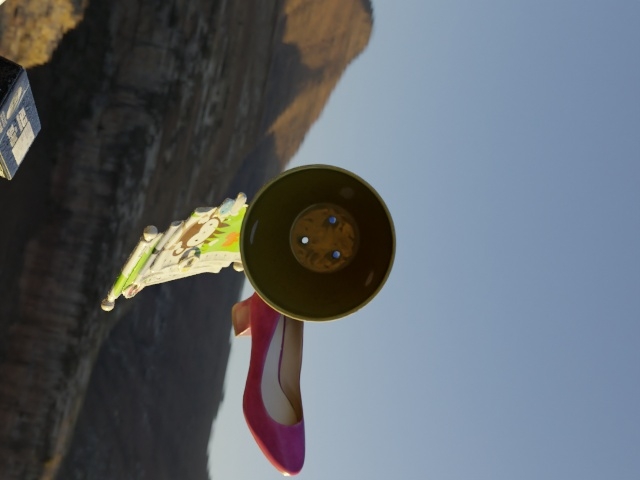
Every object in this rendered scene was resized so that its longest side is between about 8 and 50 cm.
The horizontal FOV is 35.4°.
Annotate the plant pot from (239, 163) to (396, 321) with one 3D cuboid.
[{"bbox_3d":[0.000,0.000,0.897,0.095,0.134,0.134,-41,144,-85],"label":"plant pot"}]

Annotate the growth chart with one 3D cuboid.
[{"bbox_3d":[-0.146,0.005,1.241,0.021,0.237,0.172,55,-45,22],"label":"growth chart"}]

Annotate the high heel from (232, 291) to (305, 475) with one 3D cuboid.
[{"bbox_3d":[-0.041,0.172,1.282,0.117,0.082,0.244,-28,-114,43],"label":"high heel"}]

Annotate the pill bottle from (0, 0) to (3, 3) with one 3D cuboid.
[{"bbox_3d":[-0.430,-0.496,1.428,0.392,0.224,0.224,-68,178,-47],"label":"pill bottle"}]

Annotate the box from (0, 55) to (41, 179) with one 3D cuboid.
[{"bbox_3d":[-0.396,-0.154,1.094,0.180,0.147,0.078,122,-7,-73],"label":"box"}]

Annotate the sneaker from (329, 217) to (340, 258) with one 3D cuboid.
[{"bbox_3d":[-0.008,0.000,1.555,0.084,0.058,0.152,19,71,-58],"label":"sneaker"}]
